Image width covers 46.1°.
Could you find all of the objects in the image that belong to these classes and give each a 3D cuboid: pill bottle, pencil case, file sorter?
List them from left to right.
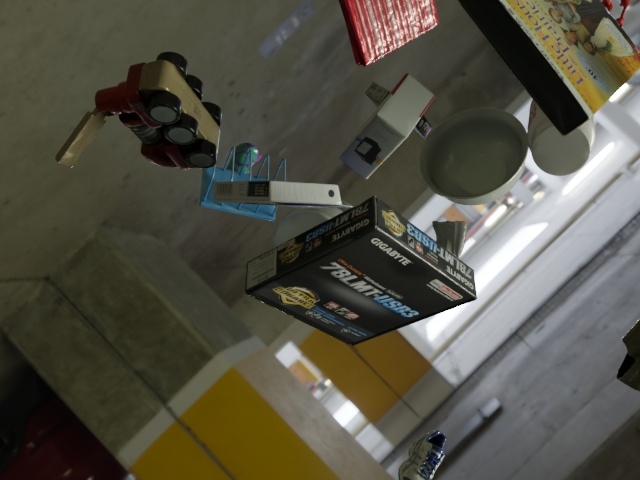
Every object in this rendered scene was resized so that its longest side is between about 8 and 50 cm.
[{"bbox_3d":[-0.199,-0.178,1.878,0.064,0.070,0.152,118,-9,-47],"label":"pencil case"},{"bbox_3d":[-0.168,-0.134,1.660,0.104,0.170,0.118,121,-26,-47],"label":"file sorter"},{"bbox_3d":[0.000,0.000,1.878,0.204,0.204,0.361,-46,176,10],"label":"pill bottle"},{"bbox_3d":[0.595,-0.278,1.861,0.160,0.160,0.283,-48,-173,33],"label":"pill bottle"}]

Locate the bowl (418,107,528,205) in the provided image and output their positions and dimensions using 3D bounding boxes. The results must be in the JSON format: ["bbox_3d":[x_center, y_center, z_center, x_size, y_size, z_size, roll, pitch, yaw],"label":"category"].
[{"bbox_3d":[0.425,-0.202,2.030,0.298,0.298,0.134,-44,139,-4],"label":"bowl"}]

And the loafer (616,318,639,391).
[{"bbox_3d":[0.724,0.230,1.681,0.094,0.087,0.251,-56,154,-66],"label":"loafer"}]

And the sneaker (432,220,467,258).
[{"bbox_3d":[0.361,0.071,2.250,0.105,0.115,0.281,-18,119,-75],"label":"sneaker"}]

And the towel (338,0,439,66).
[{"bbox_3d":[0.168,-0.564,1.825,0.275,0.199,0.031,-34,-149,-25],"label":"towel"}]

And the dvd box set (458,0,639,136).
[{"bbox_3d":[0.438,-0.384,1.380,0.062,0.308,0.420,-39,178,42],"label":"dvd box set"}]

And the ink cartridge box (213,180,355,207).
[{"bbox_3d":[-0.065,-0.087,1.437,0.208,0.045,0.206,4,180,-37],"label":"ink cartridge box"}]

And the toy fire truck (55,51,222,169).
[{"bbox_3d":[-0.328,-0.198,1.355,0.246,0.159,0.217,-7,151,17],"label":"toy fire truck"}]

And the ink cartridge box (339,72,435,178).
[{"bbox_3d":[0.124,-0.213,1.423,0.127,0.072,0.175,-55,-175,-30],"label":"ink cartridge box"}]

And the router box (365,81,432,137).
[{"bbox_3d":[0.226,-0.374,2.163,0.046,0.179,0.133,-54,153,3],"label":"router box"}]

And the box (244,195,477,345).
[{"bbox_3d":[0.072,0.069,1.316,0.293,0.295,0.073,-25,-131,34],"label":"box"}]

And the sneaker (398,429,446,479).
[{"bbox_3d":[0.351,0.748,2.547,0.131,0.112,0.296,-48,-175,28],"label":"sneaker"}]

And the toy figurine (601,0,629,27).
[{"bbox_3d":[0.629,-0.645,2.004,0.217,0.362,0.191,-40,164,-45],"label":"toy figurine"}]
